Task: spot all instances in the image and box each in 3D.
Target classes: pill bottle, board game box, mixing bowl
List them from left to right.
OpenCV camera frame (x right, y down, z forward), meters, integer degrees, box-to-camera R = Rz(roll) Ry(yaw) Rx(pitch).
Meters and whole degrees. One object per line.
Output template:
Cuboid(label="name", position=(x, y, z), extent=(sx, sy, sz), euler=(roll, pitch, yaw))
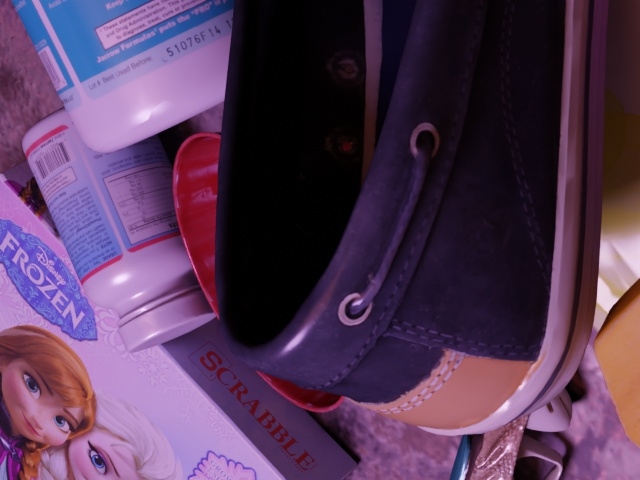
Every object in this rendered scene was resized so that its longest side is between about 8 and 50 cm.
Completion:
Cuboid(label="board game box", position=(-0.173, 0.147, 1.164), extent=(0.318, 0.066, 0.318), euler=(45, 130, 8))
Cuboid(label="pill bottle", position=(-0.127, -0.196, 0.906), extent=(0.146, 0.146, 0.264), euler=(-18, 101, 40))
Cuboid(label="pill bottle", position=(-0.128, -0.012, 1.019), extent=(0.087, 0.087, 0.160), euler=(-30, 81, 41))
Cuboid(label="mixing bowl", position=(0.000, 0.000, 0.928), extent=(0.181, 0.098, 0.181), euler=(41, 147, 35))

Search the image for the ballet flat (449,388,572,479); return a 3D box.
Cuboid(label="ballet flat", position=(0.119, 0.117, 0.951), extent=(0.067, 0.073, 0.206), euler=(8, 123, 2))

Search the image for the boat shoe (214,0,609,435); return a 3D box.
Cuboid(label="boat shoe", position=(0.028, -0.164, 0.697), extent=(0.187, 0.156, 0.500), euler=(-10, 77, 56))

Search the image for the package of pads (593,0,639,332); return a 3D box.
Cuboid(label="package of pads", position=(0.188, -0.059, 0.778), extent=(0.296, 0.101, 0.229), euler=(47, 130, 8))

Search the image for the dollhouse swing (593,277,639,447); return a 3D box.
Cuboid(label="dollhouse swing", position=(0.337, -0.019, 0.622), extent=(0.347, 0.315, 0.305), euler=(34, 156, 3))
